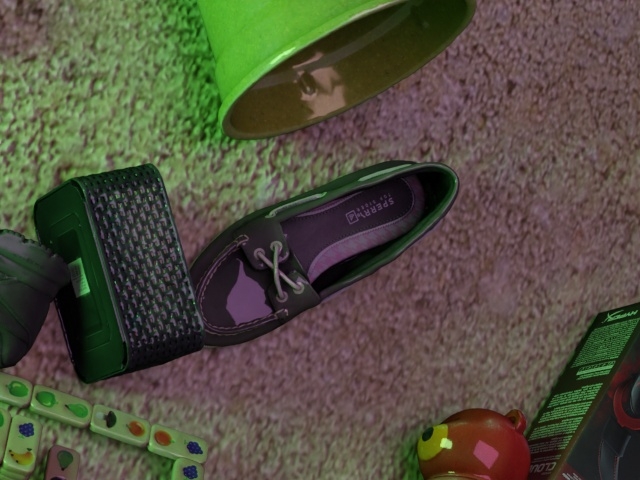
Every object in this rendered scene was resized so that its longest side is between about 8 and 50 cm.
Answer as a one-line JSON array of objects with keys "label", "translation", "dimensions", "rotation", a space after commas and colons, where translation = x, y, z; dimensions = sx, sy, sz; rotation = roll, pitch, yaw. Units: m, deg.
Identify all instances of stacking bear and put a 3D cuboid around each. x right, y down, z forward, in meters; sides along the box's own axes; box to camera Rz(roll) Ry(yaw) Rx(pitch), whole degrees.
[{"label": "stacking bear", "translation": [0.132, 0.296, 1.805], "dimensions": [0.164, 0.175, 0.289], "rotation": [29, 57, -19]}]

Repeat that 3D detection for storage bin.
[{"label": "storage bin", "translation": [-0.187, 0.031, 1.698], "dimensions": [0.084, 0.122, 0.180], "rotation": [-14, 85, -32]}]

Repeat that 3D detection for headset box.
[{"label": "headset box", "translation": [0.334, 0.243, 1.956], "dimensions": [0.218, 0.110, 0.293], "rotation": [44, 60, -14]}]

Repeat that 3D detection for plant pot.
[{"label": "plant pot", "translation": [-0.026, -0.276, 1.810], "dimensions": [0.276, 0.276, 0.254], "rotation": [-19, 77, -32]}]

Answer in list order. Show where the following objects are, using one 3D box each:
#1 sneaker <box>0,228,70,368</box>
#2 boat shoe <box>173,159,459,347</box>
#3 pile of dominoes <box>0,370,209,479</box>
[{"label": "sneaker", "translation": [-0.363, 0.023, 1.615], "dimensions": [0.286, 0.109, 0.130], "rotation": [25, 75, -20]}, {"label": "boat shoe", "translation": [0.000, 0.000, 1.831], "dimensions": [0.335, 0.095, 0.112], "rotation": [-29, 93, -32]}, {"label": "pile of dominoes", "translation": [-0.217, 0.207, 1.624], "dimensions": [0.251, 0.040, 0.196], "rotation": [20, 43, -16]}]
